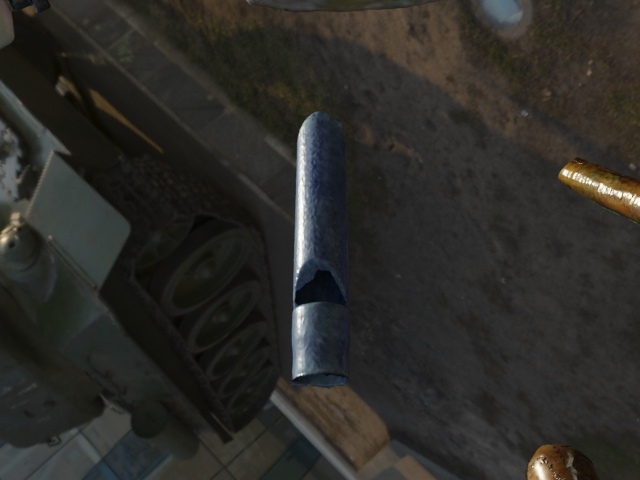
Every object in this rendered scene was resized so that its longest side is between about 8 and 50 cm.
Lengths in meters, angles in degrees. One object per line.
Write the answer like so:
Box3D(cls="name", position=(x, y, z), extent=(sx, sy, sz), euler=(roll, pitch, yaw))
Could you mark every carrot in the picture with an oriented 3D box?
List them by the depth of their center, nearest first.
Box3D(cls="carrot", position=(0.191, 0.225, 0.414), extent=(0.161, 0.055, 0.055), euler=(-88, -24, -52))
Box3D(cls="carrot", position=(0.466, -0.068, 0.871), extent=(0.070, 0.070, 0.260), euler=(59, 177, -28))

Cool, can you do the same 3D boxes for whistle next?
Box3D(cls="whistle", position=(0.000, 0.000, 0.613), extent=(0.062, 0.304, 0.062), euler=(0, 154, 0))

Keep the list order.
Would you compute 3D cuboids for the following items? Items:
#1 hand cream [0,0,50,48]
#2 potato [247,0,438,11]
Box3D(cls="hand cream", position=(-0.241, -0.076, 0.260), extent=(0.080, 0.234, 0.050), euler=(59, 163, -11))
Box3D(cls="potato", position=(0.080, -0.251, 0.314), extent=(0.264, 0.189, 0.211), euler=(4, 98, 63))
